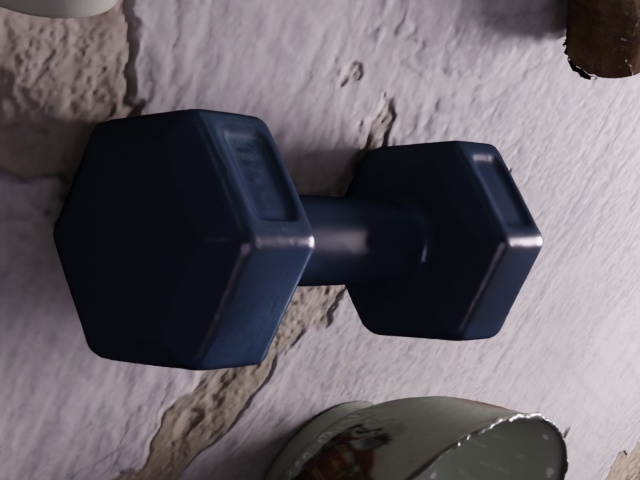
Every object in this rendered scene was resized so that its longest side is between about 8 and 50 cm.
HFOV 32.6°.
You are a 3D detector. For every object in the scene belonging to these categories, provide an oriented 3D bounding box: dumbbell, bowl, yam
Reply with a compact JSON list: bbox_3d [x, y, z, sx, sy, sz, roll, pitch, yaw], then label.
[{"bbox_3d":[0.000,0.000,0.698,0.324,0.160,0.144,-1,93,-49],"label":"dumbbell"},{"bbox_3d":[0.047,0.245,0.967,0.337,0.157,0.337,-28,139,-28],"label":"bowl"},{"bbox_3d":[0.224,-0.188,0.825,0.084,0.084,0.127,-39,147,-15],"label":"yam"}]

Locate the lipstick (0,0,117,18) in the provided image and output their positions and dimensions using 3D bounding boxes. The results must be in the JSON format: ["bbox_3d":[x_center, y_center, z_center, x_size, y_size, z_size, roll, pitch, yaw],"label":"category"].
[{"bbox_3d":[-0.103,-0.221,0.442,0.070,0.070,0.254,-16,133,-38],"label":"lipstick"}]

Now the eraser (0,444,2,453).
[{"bbox_3d":[-0.273,0.172,0.663,0.150,0.023,0.104,-6,127,-45],"label":"eraser"}]
